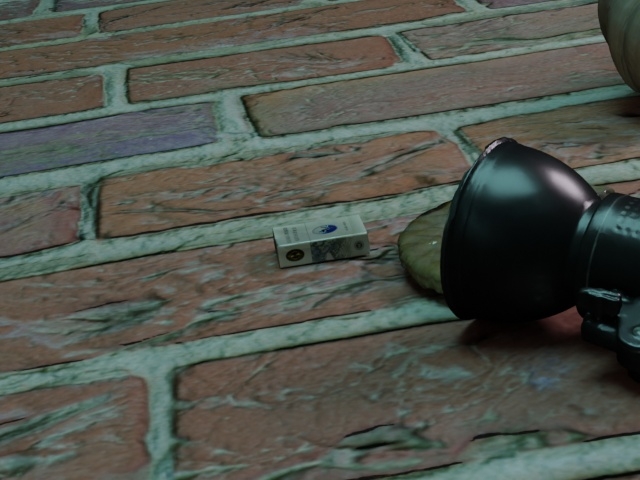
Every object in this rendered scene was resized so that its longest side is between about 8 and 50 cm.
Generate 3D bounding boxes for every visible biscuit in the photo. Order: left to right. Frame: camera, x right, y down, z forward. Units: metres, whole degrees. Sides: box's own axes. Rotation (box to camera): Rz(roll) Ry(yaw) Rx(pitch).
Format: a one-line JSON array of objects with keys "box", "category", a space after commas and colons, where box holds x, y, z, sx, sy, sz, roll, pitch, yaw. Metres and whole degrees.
[{"box": [0.148, -0.008, 1.243, 0.133, 0.032, 0.250, 11, 27, 39], "category": "biscuit"}]

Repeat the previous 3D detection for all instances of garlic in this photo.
[{"box": [0.420, -0.227, 1.576, 0.227, 0.152, 0.228, 15, 22, -6], "category": "garlic"}]

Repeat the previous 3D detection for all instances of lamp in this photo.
[{"box": [0.217, 0.021, 1.025, 0.227, 0.147, 0.172, 16, 42, 31], "category": "lamp"}]

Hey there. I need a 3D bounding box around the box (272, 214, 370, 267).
[{"box": [0.000, 0.000, 1.280, 0.083, 0.024, 0.054, -9, 18, -4], "category": "box"}]
